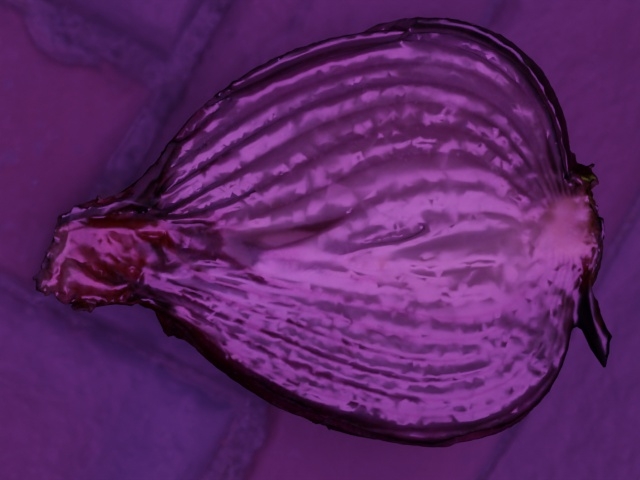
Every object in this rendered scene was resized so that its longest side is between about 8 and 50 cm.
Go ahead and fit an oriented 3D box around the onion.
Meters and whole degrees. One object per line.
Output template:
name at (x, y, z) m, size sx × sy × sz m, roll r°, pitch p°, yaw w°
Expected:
onion at (0.000, 0.000, 1.077) m, size 0.348 × 0.159 × 0.267 m, roll 0°, pitch 82°, yaw -1°
